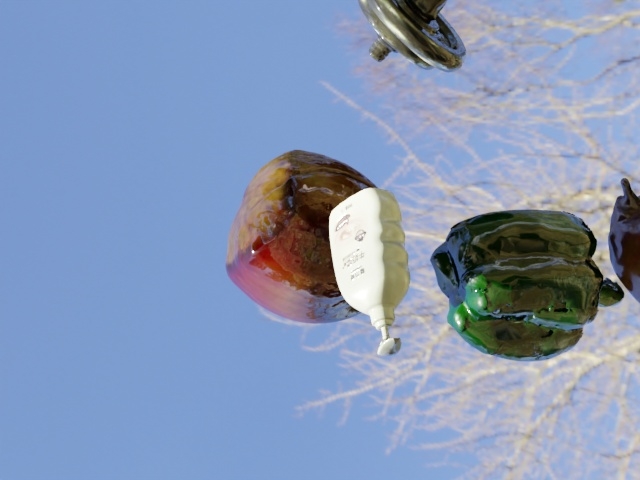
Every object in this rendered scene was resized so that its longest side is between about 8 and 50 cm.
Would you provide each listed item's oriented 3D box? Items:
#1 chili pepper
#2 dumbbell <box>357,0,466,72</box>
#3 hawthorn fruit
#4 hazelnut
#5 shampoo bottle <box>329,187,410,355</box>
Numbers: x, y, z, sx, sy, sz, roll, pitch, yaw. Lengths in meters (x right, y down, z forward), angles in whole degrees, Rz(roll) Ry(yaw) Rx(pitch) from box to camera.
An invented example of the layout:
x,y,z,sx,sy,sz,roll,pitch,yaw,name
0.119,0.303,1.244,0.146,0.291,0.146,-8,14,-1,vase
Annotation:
x,y,z,sx,sy,sz,roll,pitch,yaw,name
0.267,0.045,1.341,0.261,0.174,0.165,1,-45,-18,chili pepper
0.167,-0.344,1.467,0.192,0.192,0.290,29,-63,-33,dumbbell
0.461,0.000,1.392,0.248,0.208,0.208,33,-104,-8,hawthorn fruit
0.000,0.000,1.286,0.208,0.208,0.208,-5,-82,-34,hazelnut
0.048,0.033,0.991,0.045,0.077,0.152,17,-127,-41,shampoo bottle
